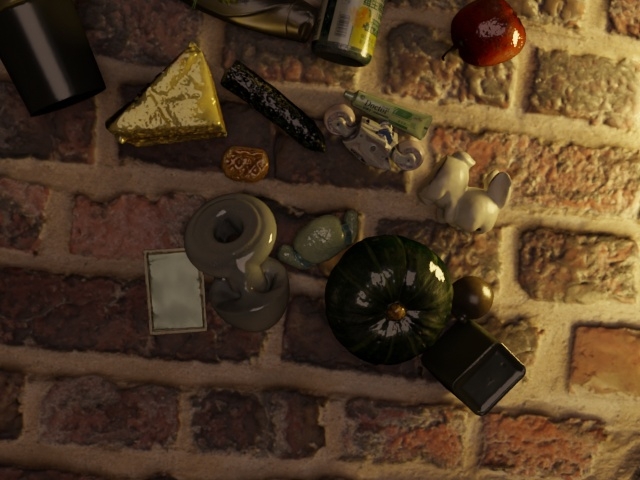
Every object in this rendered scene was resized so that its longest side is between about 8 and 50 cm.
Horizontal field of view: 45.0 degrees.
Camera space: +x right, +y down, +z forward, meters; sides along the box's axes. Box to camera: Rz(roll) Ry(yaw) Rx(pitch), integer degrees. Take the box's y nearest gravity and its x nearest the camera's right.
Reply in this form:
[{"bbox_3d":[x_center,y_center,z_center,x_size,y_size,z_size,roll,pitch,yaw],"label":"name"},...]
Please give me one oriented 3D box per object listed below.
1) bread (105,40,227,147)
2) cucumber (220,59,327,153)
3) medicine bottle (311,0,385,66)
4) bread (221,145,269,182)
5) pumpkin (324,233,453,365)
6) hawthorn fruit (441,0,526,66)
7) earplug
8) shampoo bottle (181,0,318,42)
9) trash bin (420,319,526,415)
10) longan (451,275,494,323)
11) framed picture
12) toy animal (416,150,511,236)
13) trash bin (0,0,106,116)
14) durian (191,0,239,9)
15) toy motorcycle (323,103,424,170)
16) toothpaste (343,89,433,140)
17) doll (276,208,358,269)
[{"bbox_3d":[-0.341,-0.300,1.654,0.236,0.263,0.198,-14,92,-3],"label":"bread"},{"bbox_3d":[-0.099,-0.300,1.770,0.300,0.072,0.072,38,90,-6],"label":"cucumber"},{"bbox_3d":[0.077,-0.548,1.731,0.141,0.141,0.293,13,92,-6],"label":"medicine bottle"},{"bbox_3d":[-0.174,-0.175,1.785,0.111,0.044,0.083,5,97,-4],"label":"bread"},{"bbox_3d":[0.151,0.133,1.759,0.300,0.207,0.300,-3,105,-13],"label":"pumpkin"},{"bbox_3d":[0.363,-0.465,1.767,0.194,0.157,0.157,-26,96,15],"label":"hawthorn fruit"},{"bbox_3d":[-0.181,0.050,1.748,0.214,0.175,0.325,-19,86,1],"label":"earplug"},{"bbox_3d":[-0.178,-0.547,1.738,0.350,0.084,0.125,22,85,-7],"label":"shampoo bottle"},{"bbox_3d":[0.349,0.283,1.765,0.164,0.240,0.122,-45,98,-2],"label":"trash bin"},{"bbox_3d":[0.350,0.140,1.823,0.106,0.106,0.119,36,74,-7],"label":"longan"},{"bbox_3d":[-0.339,0.118,1.807,0.136,0.010,0.201,-4,94,-4],"label":"framed picture"},{"bbox_3d":[0.334,-0.113,1.794,0.193,0.127,0.178,28,89,-4],"label":"toy animal"},{"bbox_3d":[-0.606,-0.449,1.644,0.214,0.214,0.334,-22,99,-3],"label":"trash bin"},{"bbox_3d":[-0.239,-0.661,1.679,0.169,0.157,0.355,-25,73,12],"label":"durian"},{"bbox_3d":[0.118,-0.226,1.789,0.254,0.112,0.112,25,91,-8],"label":"toy motorcycle"},{"bbox_3d":[0.155,-0.302,1.809,0.218,0.041,0.064,22,105,-9],"label":"toothpaste"},{"bbox_3d":[0.000,0.000,1.797,0.214,0.071,0.103,-31,95,1],"label":"doll"}]
